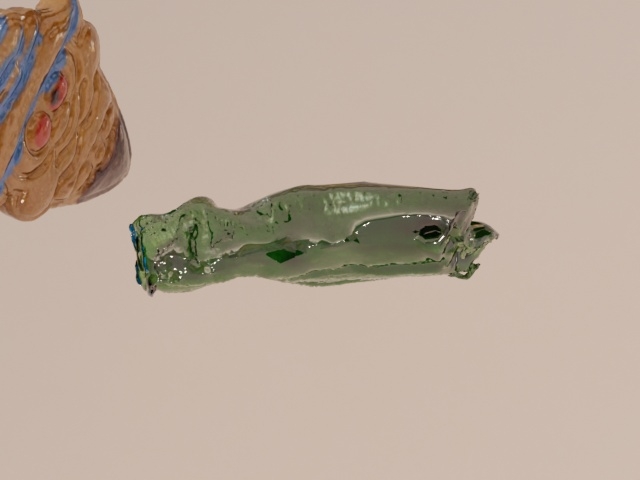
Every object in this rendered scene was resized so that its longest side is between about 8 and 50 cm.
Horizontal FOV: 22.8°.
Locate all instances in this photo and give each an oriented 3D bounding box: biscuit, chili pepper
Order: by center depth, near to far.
[{"bbox_3d":[0.000,-0.002,0.952,0.224,0.098,0.061,-7,-112,-5],"label":"chili pepper"},{"bbox_3d":[-0.207,-0.092,1.183,0.043,0.280,0.183,16,-101,26],"label":"biscuit"}]
